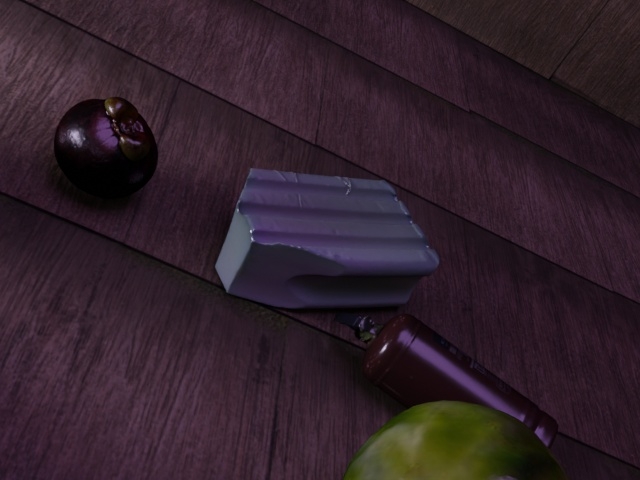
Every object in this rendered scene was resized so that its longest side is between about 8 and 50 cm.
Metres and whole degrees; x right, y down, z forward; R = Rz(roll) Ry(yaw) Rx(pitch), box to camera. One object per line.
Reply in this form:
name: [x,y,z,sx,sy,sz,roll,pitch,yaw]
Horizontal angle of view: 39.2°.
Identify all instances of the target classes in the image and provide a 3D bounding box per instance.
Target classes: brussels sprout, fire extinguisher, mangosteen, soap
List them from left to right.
mangosteen: [-0.299,-0.137,1.276,0.152,0.152,0.152,23,35,-17]
soap: [0.000,0.000,1.385,0.347,0.115,0.208,2,44,-39]
fire extinguisher: [0.164,0.202,1.282,0.337,0.135,0.114,36,75,2]
brussels sprout: [0.168,0.333,0.968,0.344,0.268,0.344,29,33,-21]
